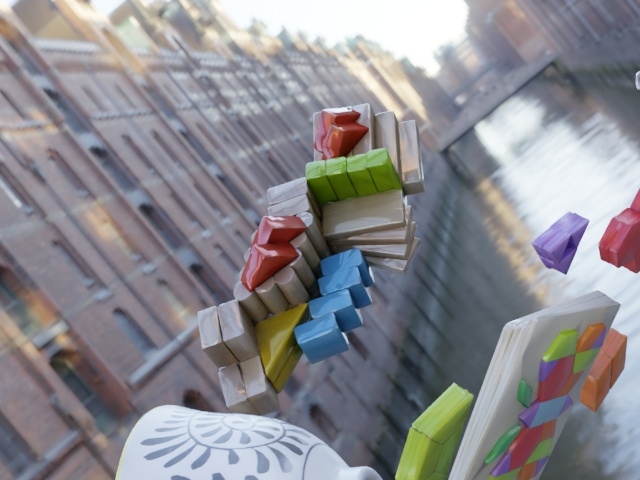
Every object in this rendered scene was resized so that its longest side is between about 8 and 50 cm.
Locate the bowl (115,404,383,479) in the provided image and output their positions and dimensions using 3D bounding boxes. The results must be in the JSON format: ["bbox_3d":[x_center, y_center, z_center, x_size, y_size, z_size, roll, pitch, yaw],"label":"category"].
[{"bbox_3d":[-0.007,0.137,0.442,0.080,0.170,0.170,-20,6,13],"label":"bowl"}]

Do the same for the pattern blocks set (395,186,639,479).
[{"bbox_3d":[0.158,0.120,0.816,0.285,0.026,0.324,-21,-48,-41],"label":"pattern blocks set"}]

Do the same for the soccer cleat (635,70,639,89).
[{"bbox_3d":[0.211,-0.091,0.604,0.036,0.029,0.083,-10,8,-27],"label":"soccer cleat"}]

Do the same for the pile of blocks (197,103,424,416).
[{"bbox_3d":[0.000,0.000,1.057,0.362,0.149,0.112,-65,-30,-24],"label":"pile of blocks"}]
